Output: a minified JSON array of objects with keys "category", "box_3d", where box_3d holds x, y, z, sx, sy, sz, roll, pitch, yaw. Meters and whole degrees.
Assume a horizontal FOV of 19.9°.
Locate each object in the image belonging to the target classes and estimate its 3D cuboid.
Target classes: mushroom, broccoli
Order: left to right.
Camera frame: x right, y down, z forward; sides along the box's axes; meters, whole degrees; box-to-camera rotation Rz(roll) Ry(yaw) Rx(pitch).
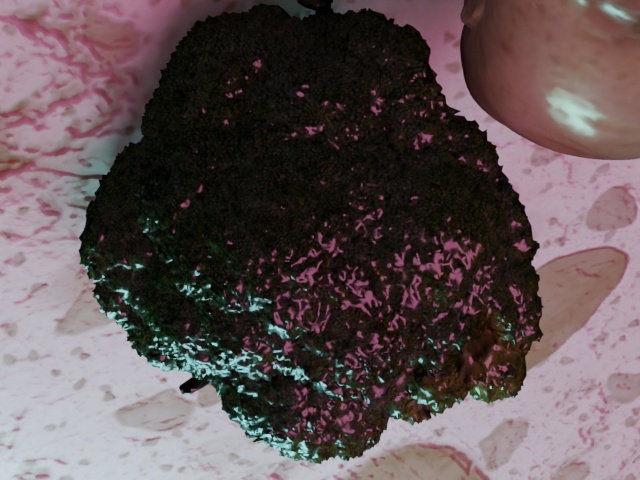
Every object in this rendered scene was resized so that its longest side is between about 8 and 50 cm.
[{"category":"broccoli","box_3d":[0.000,0.000,1.250,0.304,0.321,0.283,-34,168,20]},{"category":"mushroom","box_3d":[0.148,-0.221,1.139,0.336,0.314,0.314,29,117,-7]}]
